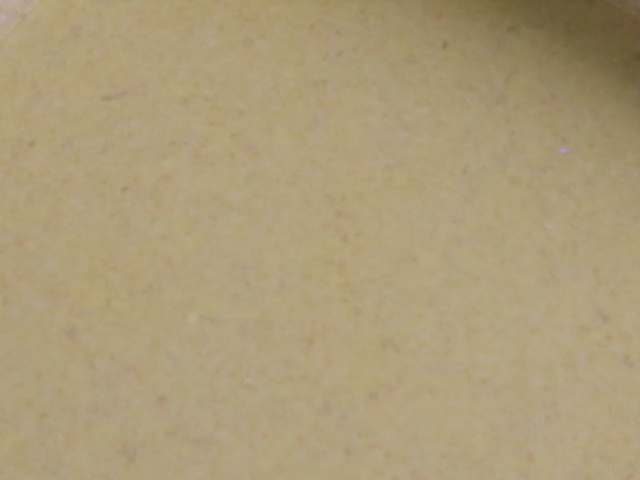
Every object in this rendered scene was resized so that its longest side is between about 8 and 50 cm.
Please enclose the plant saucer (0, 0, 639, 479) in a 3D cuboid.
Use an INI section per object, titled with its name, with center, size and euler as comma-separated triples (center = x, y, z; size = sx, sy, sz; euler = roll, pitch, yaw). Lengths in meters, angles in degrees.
[plant saucer]
center = 0.000, 0.000, 0.435
size = 0.332, 0.333, 0.081
euler = 34, -22, 18
